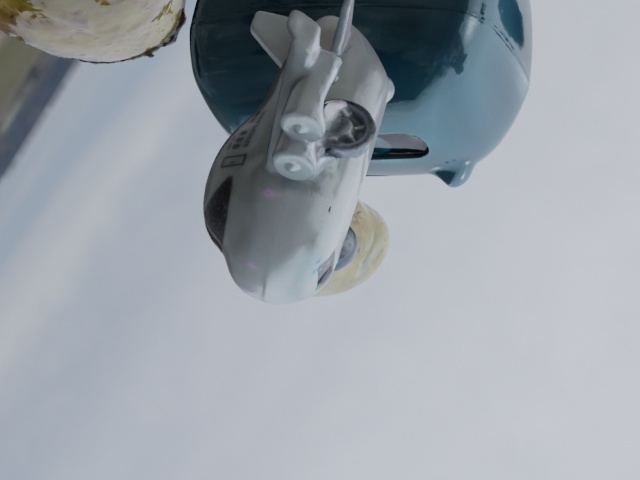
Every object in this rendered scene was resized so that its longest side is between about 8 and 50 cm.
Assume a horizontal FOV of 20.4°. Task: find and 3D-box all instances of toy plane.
[{"bbox_3d":[-0.016,-0.068,1.345,0.267,0.123,0.267,11,90,-87],"label":"toy plane"}]

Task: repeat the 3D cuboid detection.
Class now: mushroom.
[{"bbox_3d":[0.000,0.000,1.847,0.148,0.148,0.112,-48,-124,50],"label":"mushroom"}]

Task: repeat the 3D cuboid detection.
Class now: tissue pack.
[{"bbox_3d":[0.034,-0.160,1.564,0.198,0.287,0.206,48,47,-60],"label":"tissue pack"}]

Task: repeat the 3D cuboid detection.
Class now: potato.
[{"bbox_3d":[-0.294,-0.324,1.907,0.289,0.301,0.237,-21,-179,19],"label":"potato"}]
